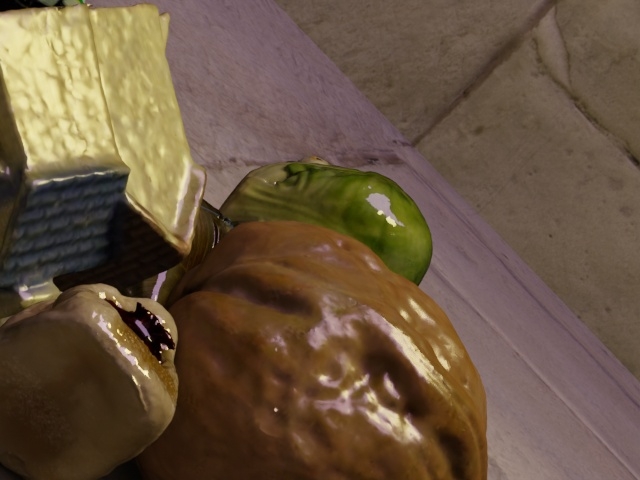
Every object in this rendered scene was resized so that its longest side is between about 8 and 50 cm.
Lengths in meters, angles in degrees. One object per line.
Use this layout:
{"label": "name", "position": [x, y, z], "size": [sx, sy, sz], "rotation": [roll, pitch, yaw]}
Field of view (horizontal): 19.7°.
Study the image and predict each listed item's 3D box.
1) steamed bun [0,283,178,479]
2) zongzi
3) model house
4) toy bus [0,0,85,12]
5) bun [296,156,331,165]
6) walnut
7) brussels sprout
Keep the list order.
{"label": "steamed bun", "position": [-0.183, 0.101, 1.476], "size": [0.141, 0.172, 0.155], "rotation": [57, 30, -10]}
{"label": "zongzi", "position": [-0.146, 0.035, 1.980], "size": [0.221, 0.112, 0.242], "rotation": [31, 27, -46]}
{"label": "model house", "position": [-0.282, -0.064, 1.707], "size": [0.321, 0.261, 0.266], "rotation": [-15, 85, -55]}
{"label": "toy bus", "position": [-0.414, -0.329, 2.205], "size": [0.276, 0.133, 0.165], "rotation": [44, 14, -9]}
{"label": "bun", "position": [0.024, -0.007, 2.542], "size": [0.229, 0.145, 0.229], "rotation": [26, -17, 9]}
{"label": "walnut", "position": [-0.003, 0.159, 1.641], "size": [0.344, 0.306, 0.306], "rotation": [44, 13, -12]}
{"label": "brussels sprout", "position": [0.000, 0.000, 2.279], "size": [0.271, 0.210, 0.219], "rotation": [24, 3, 4]}
